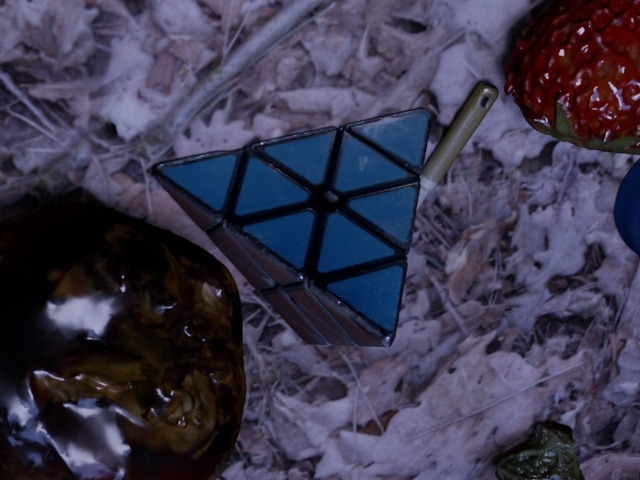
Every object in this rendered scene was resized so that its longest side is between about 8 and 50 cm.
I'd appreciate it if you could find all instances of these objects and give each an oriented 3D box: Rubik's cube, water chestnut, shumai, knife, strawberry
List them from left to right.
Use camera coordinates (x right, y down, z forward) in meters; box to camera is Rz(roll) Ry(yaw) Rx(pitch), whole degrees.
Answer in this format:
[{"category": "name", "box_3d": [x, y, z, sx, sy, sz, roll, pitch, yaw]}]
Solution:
[{"category": "water chestnut", "box_3d": [-0.203, 0.119, 1.138, 0.335, 0.347, 0.335, 12, 70, -36]}, {"category": "Rubik's cube", "box_3d": [-0.002, 0.001, 1.266, 0.228, 0.233, 0.229, -14, 90, 29]}, {"category": "knife", "box_3d": [0.104, -0.054, 1.357, 0.047, 0.017, 0.298, 20, 114, -30]}, {"category": "shumai", "box_3d": [0.298, 0.287, 1.612, 0.123, 0.099, 0.087, -1, 104, -25]}, {"category": "strawberry", "box_3d": [0.315, -0.214, 1.270, 0.205, 0.205, 0.245, 15, 91, -30]}]

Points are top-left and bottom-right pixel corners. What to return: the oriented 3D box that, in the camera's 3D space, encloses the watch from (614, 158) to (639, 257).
[{"category": "watch", "box_3d": [0.469, -0.035, 1.450, 0.200, 0.171, 0.196, 10, 104, -15]}]
